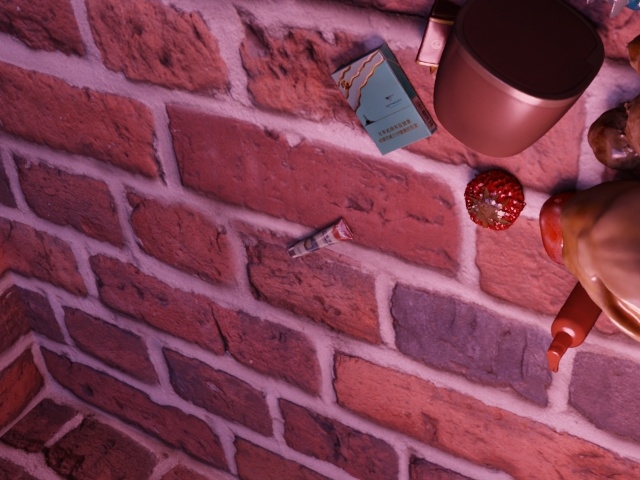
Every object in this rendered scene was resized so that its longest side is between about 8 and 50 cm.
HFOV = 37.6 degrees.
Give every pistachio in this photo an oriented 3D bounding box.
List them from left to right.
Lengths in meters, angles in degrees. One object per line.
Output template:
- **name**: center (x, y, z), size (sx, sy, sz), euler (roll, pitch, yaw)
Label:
- **pistachio**: center (0.655, 0.045, 1.767), size (0.445, 0.365, 0.281), euler (30, 139, 16)

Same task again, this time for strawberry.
- **strawberry**: center (0.384, -0.087, 2.107), size (0.145, 0.086, 0.145), euler (21, 135, 23)

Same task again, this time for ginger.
- **ginger**: center (0.637, -0.257, 1.692), size (0.256, 0.176, 0.375), euler (41, 142, 29)

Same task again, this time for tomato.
- **tomato**: center (0.538, -0.017, 1.990), size (0.167, 0.167, 0.167), euler (22, 135, 24)

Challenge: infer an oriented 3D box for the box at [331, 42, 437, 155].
- **box**: center (0.145, -0.318, 2.144), size (0.162, 0.041, 0.229), euler (-20, 109, 46)

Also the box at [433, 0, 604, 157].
- **box**: center (0.360, -0.317, 1.792), size (0.301, 0.301, 0.216), euler (37, 147, 9)

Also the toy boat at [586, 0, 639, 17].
- **toy boat**: center (0.531, -0.525, 1.584), size (0.134, 0.092, 0.299), euler (40, 148, 31)

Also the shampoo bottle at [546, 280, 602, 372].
- **shampoo bottle**: center (0.556, 0.182, 2.065), size (0.085, 0.244, 0.085), euler (24, 138, 23)

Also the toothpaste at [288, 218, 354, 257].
- **toothpaste**: center (0.000, 0.000, 2.536), size (0.239, 0.039, 0.062), euler (-23, 100, 45)

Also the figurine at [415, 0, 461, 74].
- **figurine**: center (0.258, -0.414, 1.957), size (0.098, 0.082, 0.154), euler (15, 135, 4)
